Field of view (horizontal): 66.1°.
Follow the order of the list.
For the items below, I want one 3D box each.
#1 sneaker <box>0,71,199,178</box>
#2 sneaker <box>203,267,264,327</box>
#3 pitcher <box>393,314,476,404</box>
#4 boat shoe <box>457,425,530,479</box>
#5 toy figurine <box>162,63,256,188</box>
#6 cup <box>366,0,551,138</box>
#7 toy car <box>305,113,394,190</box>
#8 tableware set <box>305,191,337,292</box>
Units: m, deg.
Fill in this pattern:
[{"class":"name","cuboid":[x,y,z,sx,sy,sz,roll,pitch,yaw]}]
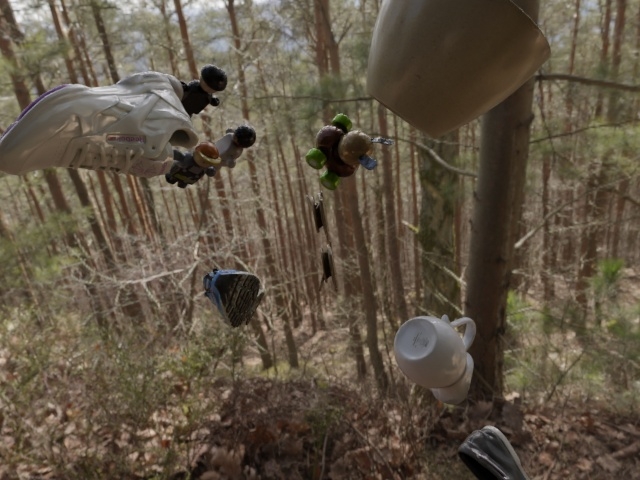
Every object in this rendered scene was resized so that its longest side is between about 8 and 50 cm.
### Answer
[{"class":"sneaker","cuboid":[-0.299,-0.149,0.708,0.114,0.152,0.305,-31,6,44]},{"class":"sneaker","cuboid":[-0.117,0.066,0.601,0.073,0.162,0.063,26,74,4]},{"class":"pitcher","cuboid":[0.235,0.205,0.951,0.125,0.207,0.178,10,66,42]},{"class":"boat shoe","cuboid":[0.402,0.540,0.979,0.095,0.112,0.335,-18,56,-27]},{"class":"toy figurine","cuboid":[-0.246,-0.231,0.985,0.148,0.209,0.213,-28,7,35]},{"class":"cup","cuboid":[0.224,-0.339,0.947,0.331,0.237,0.331,32,15,-10]},{"class":"toy car","cuboid":[0.088,-0.214,1.210,0.188,0.149,0.155,13,61,43]},{"class":"tableware set","cuboid":[0.000,0.000,1.000,0.039,0.194,0.128,-10,12,3]}]
